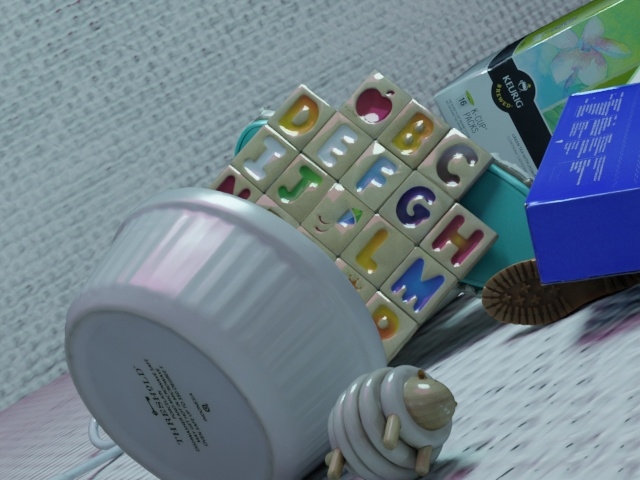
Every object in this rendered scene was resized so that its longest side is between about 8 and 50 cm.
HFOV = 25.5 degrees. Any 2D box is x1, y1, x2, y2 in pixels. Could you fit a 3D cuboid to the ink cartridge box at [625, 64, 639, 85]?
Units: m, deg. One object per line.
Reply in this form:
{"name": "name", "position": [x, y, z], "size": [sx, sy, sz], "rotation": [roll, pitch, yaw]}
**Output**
{"name": "ink cartridge box", "position": [0.381, -0.116, 1.559], "size": [0.171, 0.056, 0.235], "rotation": [-55, 20, 18]}

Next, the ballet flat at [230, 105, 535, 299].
{"name": "ballet flat", "position": [0.095, -0.042, 1.469], "size": [0.409, 0.147, 0.147], "rotation": [24, 36, 28]}

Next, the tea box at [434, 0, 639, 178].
{"name": "tea box", "position": [0.359, -0.189, 1.845], "size": [0.323, 0.220, 0.329], "rotation": [-27, 5, 20]}

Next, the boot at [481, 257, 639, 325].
{"name": "boot", "position": [0.224, 0.032, 1.282], "size": [0.158, 0.059, 0.084], "rotation": [-18, 4, 15]}

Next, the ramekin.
{"name": "ramekin", "position": [-0.090, 0.100, 1.170], "size": [0.273, 0.273, 0.127], "rotation": [-23, 19, 48]}

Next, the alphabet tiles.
{"name": "alphabet tiles", "position": [0.000, 0.000, 1.407], "size": [0.342, 0.285, 0.011], "rotation": [-48, -30, -2]}

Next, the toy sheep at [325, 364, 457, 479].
{"name": "toy sheep", "position": [0.046, 0.136, 1.012], "size": [0.132, 0.091, 0.091], "rotation": [-31, 2, 37]}

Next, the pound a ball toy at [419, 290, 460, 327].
{"name": "pound a ball toy", "position": [0.024, 0.042, 1.567], "size": [0.208, 0.136, 0.319], "rotation": [20, 31, 26]}

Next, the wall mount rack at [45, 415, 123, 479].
{"name": "wall mount rack", "position": [-0.198, 0.179, 1.734], "size": [0.350, 0.130, 0.304], "rotation": [-28, 37, 26]}

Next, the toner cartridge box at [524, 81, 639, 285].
{"name": "toner cartridge box", "position": [0.290, -0.067, 1.266], "size": [0.165, 0.075, 0.348], "rotation": [-7, 18, 19]}
